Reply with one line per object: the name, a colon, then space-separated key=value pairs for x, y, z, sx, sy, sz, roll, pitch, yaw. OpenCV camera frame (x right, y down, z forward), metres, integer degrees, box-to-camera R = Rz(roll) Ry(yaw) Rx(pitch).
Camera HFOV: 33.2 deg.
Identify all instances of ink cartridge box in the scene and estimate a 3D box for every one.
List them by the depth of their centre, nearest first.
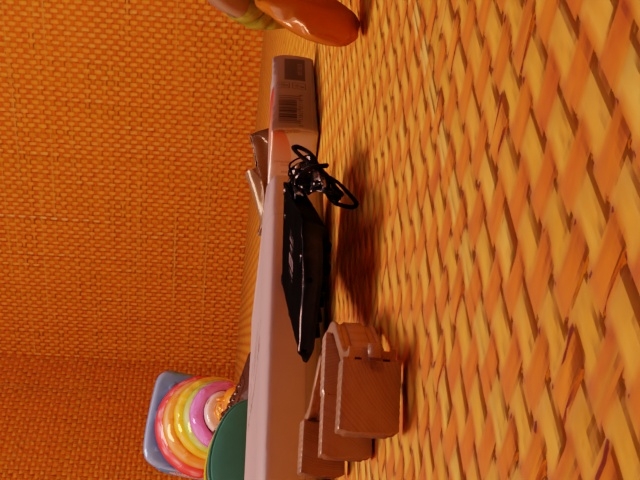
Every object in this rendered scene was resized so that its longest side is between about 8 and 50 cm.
ink cartridge box: x=-0.033 y=-0.059 z=0.985 sx=0.145 sy=0.045 sz=0.179 roll=-93 pitch=11 yaw=-55

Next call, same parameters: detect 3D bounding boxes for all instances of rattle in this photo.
rattle: x=-0.003 y=-0.229 z=0.666 sx=0.200 sy=0.130 sz=0.143 roll=-60 pitch=18 yaw=0

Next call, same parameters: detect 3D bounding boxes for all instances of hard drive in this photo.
hard drive: x=-0.029 y=0.164 z=0.766 sx=0.233 sy=0.047 sz=0.353 roll=101 pitch=171 yaw=-57

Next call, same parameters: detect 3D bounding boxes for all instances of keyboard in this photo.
keyboard: x=0.000 y=0.000 z=0.616 sx=0.192 sy=0.038 sz=0.100 roll=-120 pitch=31 yaw=-79

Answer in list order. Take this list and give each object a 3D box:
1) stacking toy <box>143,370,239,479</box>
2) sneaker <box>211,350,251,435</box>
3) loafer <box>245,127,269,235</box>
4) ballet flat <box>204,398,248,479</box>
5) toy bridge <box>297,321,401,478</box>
stacking toy: x=-0.150 y=0.266 z=1.620 sx=0.302 sy=0.175 sz=0.166 roll=140 pitch=141 yaw=-64
sneaker: x=-0.101 y=0.226 z=1.354 sx=0.066 sy=0.071 sz=0.188 roll=108 pitch=164 yaw=-70
loafer: x=-0.072 y=-0.073 z=1.371 sx=0.056 sy=0.050 sz=0.148 roll=150 pitch=123 yaw=-84
ballet flat: x=-0.062 y=0.243 z=0.959 sx=0.231 sy=0.077 sz=0.077 roll=-98 pitch=-4 yaw=-57
toy bridge: x=0.012 y=0.071 z=0.502 sx=0.188 sy=0.026 sz=0.063 roll=109 pitch=165 yaw=-71
